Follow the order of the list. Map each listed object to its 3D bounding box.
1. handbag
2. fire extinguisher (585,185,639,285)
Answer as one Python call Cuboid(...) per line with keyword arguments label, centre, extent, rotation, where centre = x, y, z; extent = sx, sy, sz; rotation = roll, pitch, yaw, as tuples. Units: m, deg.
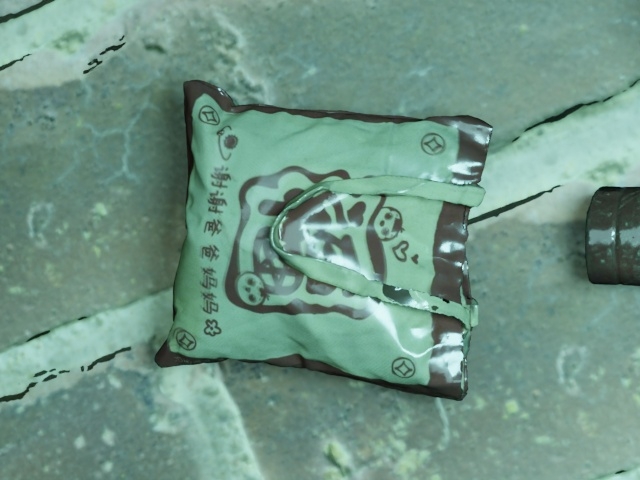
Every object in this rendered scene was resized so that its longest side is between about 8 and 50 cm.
Cuboid(label="handbag", centre=(0.000, 0.000, 1.418), extent=(0.235, 0.127, 0.213), rotation=(6, 91, 14))
Cuboid(label="fire extinguisher", centre=(0.321, -0.009, 1.359), extent=(0.267, 0.072, 0.089), rotation=(1, 50, 16))
